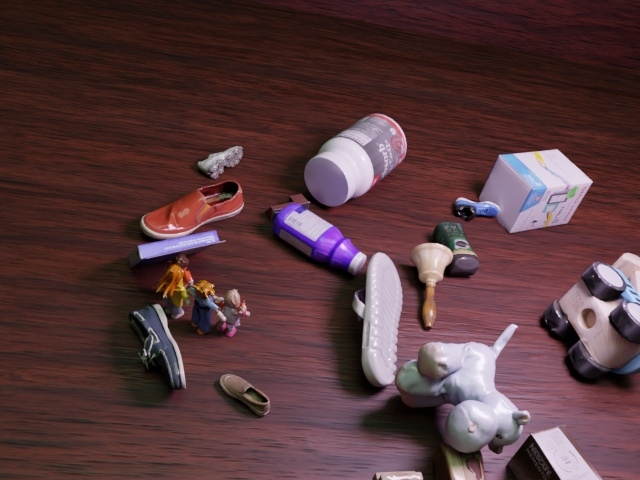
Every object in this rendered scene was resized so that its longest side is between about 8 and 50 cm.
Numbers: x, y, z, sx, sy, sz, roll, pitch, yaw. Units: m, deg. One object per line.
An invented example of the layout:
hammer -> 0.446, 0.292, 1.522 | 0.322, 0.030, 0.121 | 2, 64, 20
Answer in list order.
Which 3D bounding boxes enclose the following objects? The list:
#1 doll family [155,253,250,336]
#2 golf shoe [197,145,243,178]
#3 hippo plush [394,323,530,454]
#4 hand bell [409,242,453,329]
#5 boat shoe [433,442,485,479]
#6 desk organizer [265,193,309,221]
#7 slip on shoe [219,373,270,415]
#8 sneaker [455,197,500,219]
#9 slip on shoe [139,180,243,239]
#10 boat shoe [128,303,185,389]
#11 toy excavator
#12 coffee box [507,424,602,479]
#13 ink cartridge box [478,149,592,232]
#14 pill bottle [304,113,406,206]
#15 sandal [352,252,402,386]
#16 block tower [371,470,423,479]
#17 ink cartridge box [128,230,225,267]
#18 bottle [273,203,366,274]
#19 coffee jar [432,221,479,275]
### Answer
doll family -> -0.303, 0.140, 1.416 | 0.263, 0.163, 0.118 | 31, 43, 17
golf shoe -> -0.329, -0.273, 1.942 | 0.086, 0.069, 0.176 | 26, 41, 21
hippo plush -> 0.328, 0.364, 1.316 | 0.294, 0.234, 0.236 | -4, 51, -28
hand bell -> 0.310, 0.139, 1.664 | 0.126, 0.126, 0.242 | 12, 52, -3
boat shoe -> 0.319, 0.564, 1.171 | 0.123, 0.123, 0.342 | 5, 36, -9
desk organizer -> -0.104, -0.103, 1.833 | 0.130, 0.047, 0.050 | -15, 47, -30
slip on shoe -> -0.169, 0.340, 1.327 | 0.135, 0.041, 0.051 | 35, 45, 21
sneaker -> 0.532, -0.098, 2.004 | 0.152, 0.058, 0.084 | 14, 35, 5
slip on shoe -> -0.366, -0.096, 1.707 | 0.331, 0.101, 0.123 | -23, 55, -33
boat shoe -> -0.370, 0.241, 1.336 | 0.079, 0.095, 0.254 | -10, 46, -28
toy excavator -> 0.878, 0.194, 1.710 | 0.445, 0.222, 0.433 | 12, 39, -25
coffee box -> 0.520, 0.537, 1.239 | 0.098, 0.141, 0.246 | -6, 46, -22
ink cartridge box -> 0.741, -0.174, 2.048 | 0.270, 0.198, 0.197 | -9, 46, -24
pill bottle -> 0.116, -0.265, 1.955 | 0.210, 0.210, 0.363 | 32, 44, 18
sandal -> 0.132, 0.188, 1.532 | 0.102, 0.169, 0.416 | -18, 34, 24
block tower -> 0.169, 0.600, 1.104 | 0.097, 0.091, 0.335 | 2, 42, -13
ink cartridge box -> -0.373, 0.018, 1.517 | 0.206, 0.208, 0.045 | -14, 89, -29
bottle -> 0.000, 0.000, 1.714 | 0.283, 0.092, 0.118 | 32, 45, 18
coffee jar -> 0.416, 0.028, 1.817 | 0.096, 0.079, 0.184 | 5, 41, -15
